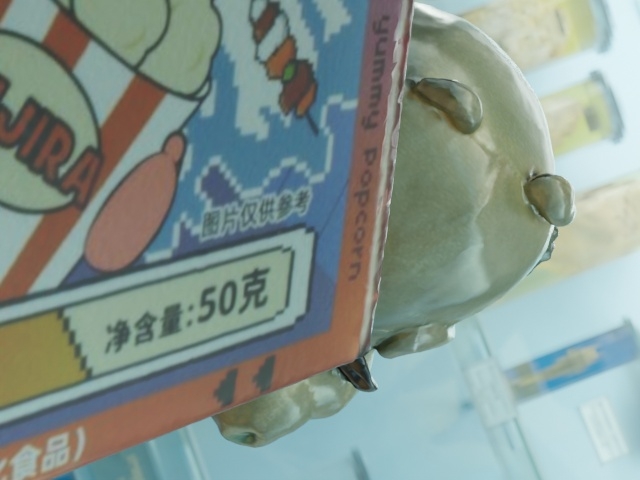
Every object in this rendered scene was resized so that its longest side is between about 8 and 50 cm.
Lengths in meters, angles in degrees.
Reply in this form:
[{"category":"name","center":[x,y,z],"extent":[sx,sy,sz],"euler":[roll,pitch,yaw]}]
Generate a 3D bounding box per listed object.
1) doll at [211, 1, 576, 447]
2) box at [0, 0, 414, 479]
[{"category":"doll","center":[0.000,0.000,0.973],"extent":[0.247,0.349,0.247],"euler":[40,33,-32]},{"category":"box","center":[-0.171,-0.103,0.371],"extent":[0.256,0.348,0.319],"euler":[16,-71,34]}]
